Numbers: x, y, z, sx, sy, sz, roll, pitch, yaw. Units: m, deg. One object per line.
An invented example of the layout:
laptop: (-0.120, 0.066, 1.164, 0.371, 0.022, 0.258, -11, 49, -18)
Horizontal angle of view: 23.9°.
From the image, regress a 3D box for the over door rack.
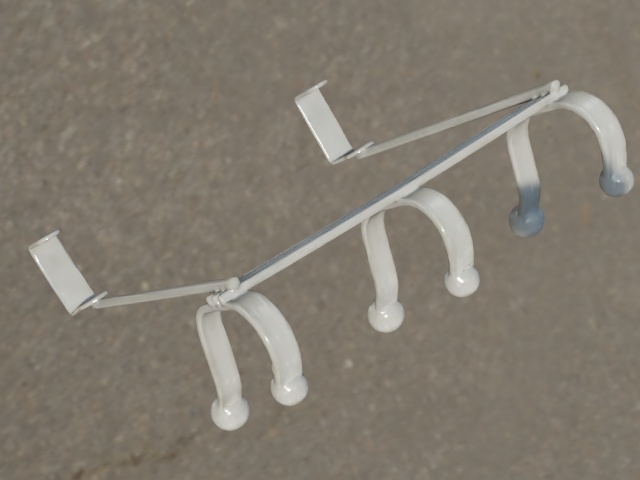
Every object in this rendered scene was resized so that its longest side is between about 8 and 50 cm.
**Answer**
over door rack: (0.000, 0.000, 0.889, 0.240, 0.324, 0.108, -31, 109, -23)
